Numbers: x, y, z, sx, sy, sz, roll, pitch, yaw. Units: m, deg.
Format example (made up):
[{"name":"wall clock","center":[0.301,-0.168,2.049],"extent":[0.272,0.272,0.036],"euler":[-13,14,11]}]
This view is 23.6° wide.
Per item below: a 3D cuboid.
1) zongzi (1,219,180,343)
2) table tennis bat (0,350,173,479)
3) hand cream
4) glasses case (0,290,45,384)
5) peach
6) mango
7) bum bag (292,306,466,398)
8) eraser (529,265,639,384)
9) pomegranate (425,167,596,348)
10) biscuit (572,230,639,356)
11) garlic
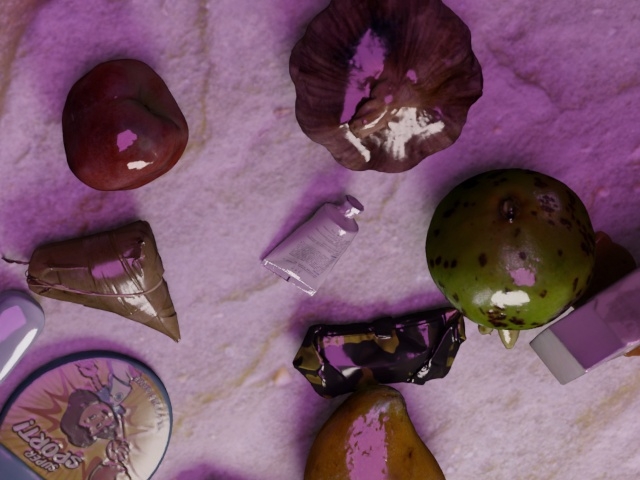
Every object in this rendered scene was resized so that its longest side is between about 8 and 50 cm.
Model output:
[{"name":"zongzi","center":[-0.276,0.075,1.871],"extent":[0.189,0.081,0.178],"euler":[-14,123,-1]},{"name":"table tennis bat","center":[-0.332,0.277,1.949],"extent":[0.329,0.044,0.215],"euler":[-43,114,3]},{"name":"hand cream","center":[0.000,0.000,1.919],"extent":[0.084,0.053,0.142],"euler":[33,116,-21]},{"name":"glasses case","center":[-0.407,0.140,1.875],"extent":[0.067,0.045,0.178],"euler":[36,99,-22]},{"name":"peach","center":[-0.237,-0.123,1.769],"extent":[0.152,0.152,0.152],"euler":[-4,111,-11]},{"name":"mango","center":[0.074,0.333,1.995],"extent":[0.192,0.146,0.316],"euler":[-12,117,-7]},{"name":"bum bag","center":[0.077,0.146,1.977],"extent":[0.232,0.060,0.107],"euler":[-8,111,-11]},{"name":"eraser","center":[0.459,0.044,1.919],"extent":[0.396,0.213,0.082],"euler":[-31,82,-5]},{"name":"pomegranate","center":[0.234,0.026,1.907],"extent":[0.211,0.211,0.263],"euler":[-13,146,-7]},{"name":"biscuit","center":[0.392,0.076,2.037],"extent":[0.184,0.027,0.133],"euler":[29,96,-21]},{"name":"garlic","center":[0.082,-0.189,1.798],"extent":[0.244,0.160,0.245],"euler":[-4,110,-12]}]
